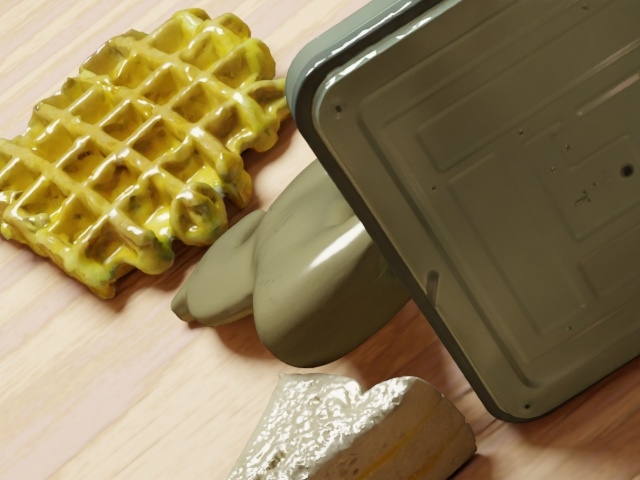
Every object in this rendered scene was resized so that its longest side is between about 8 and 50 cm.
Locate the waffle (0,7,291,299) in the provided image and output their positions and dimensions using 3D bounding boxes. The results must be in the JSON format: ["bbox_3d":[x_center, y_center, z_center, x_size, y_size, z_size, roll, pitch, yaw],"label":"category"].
[{"bbox_3d":[-0.113,-0.065,1.378,0.229,0.057,0.219,-45,41,-13],"label":"waffle"}]

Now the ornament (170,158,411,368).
[{"bbox_3d":[0.000,0.000,1.181,0.245,0.061,0.230,-40,19,14],"label":"ornament"}]

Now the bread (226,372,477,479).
[{"bbox_3d":[0.003,0.147,1.070,0.105,0.077,0.152,1,53,37],"label":"bread"}]

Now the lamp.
[{"bbox_3d":[0.148,-0.057,1.023,0.266,0.269,0.047,-33,35,3],"label":"lamp"}]
